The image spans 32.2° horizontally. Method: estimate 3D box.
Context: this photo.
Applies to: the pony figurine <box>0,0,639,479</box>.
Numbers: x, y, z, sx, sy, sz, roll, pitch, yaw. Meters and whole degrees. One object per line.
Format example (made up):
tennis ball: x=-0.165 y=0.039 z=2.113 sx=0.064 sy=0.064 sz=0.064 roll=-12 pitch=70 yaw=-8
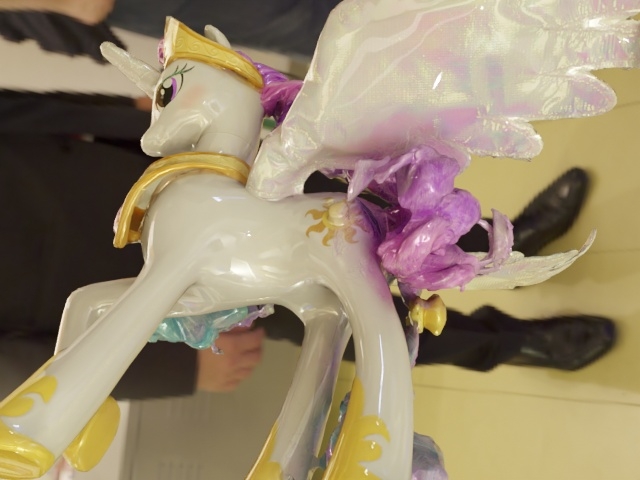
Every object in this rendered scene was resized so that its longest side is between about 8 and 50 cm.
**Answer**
pony figurine: x=0.000 y=0.000 z=0.656 sx=0.303 sy=0.350 sz=0.363 roll=87 pitch=-169 yaw=-52
